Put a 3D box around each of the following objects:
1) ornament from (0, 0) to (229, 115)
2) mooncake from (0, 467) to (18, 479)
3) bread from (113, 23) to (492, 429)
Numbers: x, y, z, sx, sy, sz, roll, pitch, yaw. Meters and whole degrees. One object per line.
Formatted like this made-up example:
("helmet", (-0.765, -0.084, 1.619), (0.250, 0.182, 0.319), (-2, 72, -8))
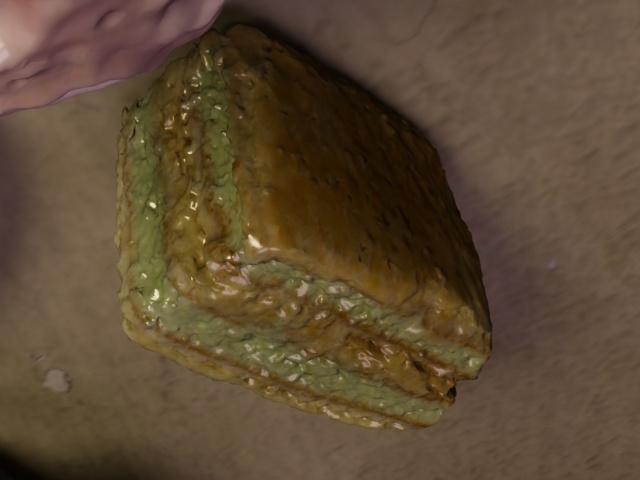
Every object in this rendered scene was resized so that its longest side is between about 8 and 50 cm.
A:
("ornament", (-0.124, -0.159, 0.412), (0.225, 0.259, 0.259), (5, 135, -43))
("mooncake", (-0.228, 0.290, 0.778), (0.378, 0.378, 0.201), (-22, 132, 6))
("bread", (0.000, 0.000, 0.704), (0.102, 0.138, 0.196), (-33, 136, 32))
